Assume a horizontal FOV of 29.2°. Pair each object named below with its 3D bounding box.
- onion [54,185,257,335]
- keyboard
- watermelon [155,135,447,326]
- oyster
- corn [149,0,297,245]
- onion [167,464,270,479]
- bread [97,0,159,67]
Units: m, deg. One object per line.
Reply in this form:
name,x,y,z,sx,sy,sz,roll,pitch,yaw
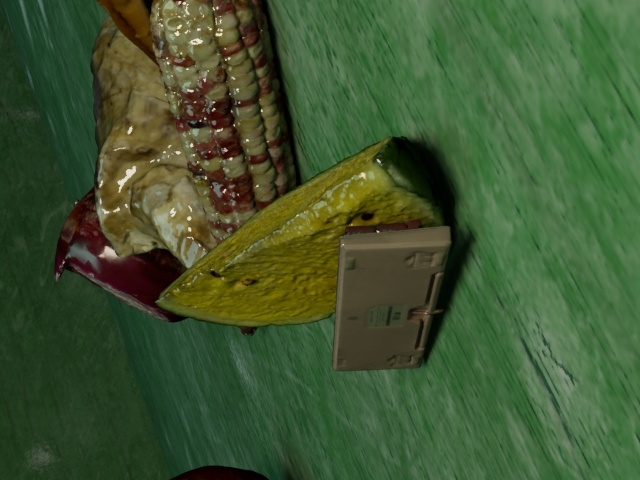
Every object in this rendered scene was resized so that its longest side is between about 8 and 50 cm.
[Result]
onion,-0.128,0.006,1.107,0.173,0.198,0.135,67,-136,-84
keyboard,0.034,0.031,0.624,0.166,0.055,0.017,92,176,-64
watermelon,0.007,0.007,0.622,0.181,0.092,0.075,-30,97,40
oyster,-0.130,-0.085,0.985,0.166,0.110,0.341,104,158,-55
corn,-0.053,-0.064,0.814,0.079,0.079,0.237,-134,26,-60
onion,-0.091,0.357,1.159,0.281,0.221,0.281,54,156,38
bread,-0.126,-0.180,0.836,0.116,0.077,0.200,39,174,36
